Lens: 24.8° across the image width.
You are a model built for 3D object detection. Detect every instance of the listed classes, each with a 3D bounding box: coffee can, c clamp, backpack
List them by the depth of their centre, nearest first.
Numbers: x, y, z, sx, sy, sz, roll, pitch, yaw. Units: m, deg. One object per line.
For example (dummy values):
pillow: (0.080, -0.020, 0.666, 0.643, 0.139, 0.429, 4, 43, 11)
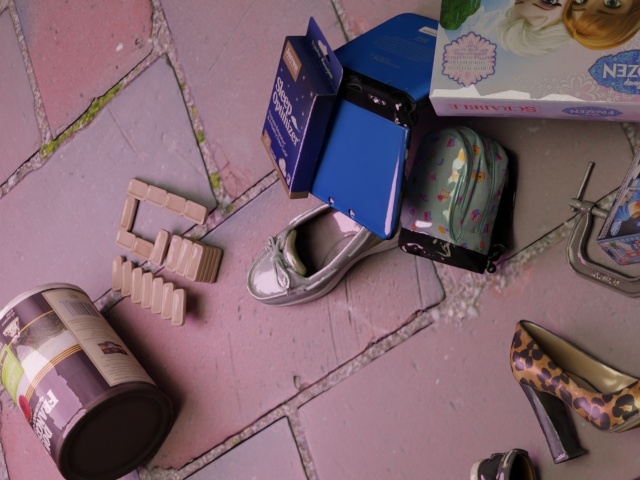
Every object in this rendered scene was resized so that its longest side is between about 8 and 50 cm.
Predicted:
c clamp: (0.366, -0.007, 1.817, 0.161, 0.022, 0.137, 33, 105, 40)
backpack: (0.180, -0.058, 1.928, 0.152, 0.115, 0.182, 18, 93, 44)
coffee can: (-0.390, 0.227, 2.333, 0.275, 0.202, 0.201, 46, 113, 36)

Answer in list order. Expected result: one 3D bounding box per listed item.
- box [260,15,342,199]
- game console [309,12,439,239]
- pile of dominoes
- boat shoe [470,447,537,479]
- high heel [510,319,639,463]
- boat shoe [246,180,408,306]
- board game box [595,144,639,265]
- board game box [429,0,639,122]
box: (-0.029, -0.186, 2.030, 0.136, 0.037, 0.225, -116, 32, -41)
game console: (0.106, -0.163, 1.968, 0.293, 0.250, 0.173, 35, 152, 60)
pile of dominoes: (-0.253, 0.019, 2.368, 0.251, 0.040, 0.195, 22, 99, 50)
boat shoe: (0.251, 0.377, 1.821, 0.079, 0.084, 0.233, -27, 64, 36)
high heel: (0.339, 0.145, 1.766, 0.261, 0.093, 0.186, -36, 68, 42)
boat shoe: (0.002, 0.002, 2.083, 0.320, 0.103, 0.118, -27, 67, 35)
board game box: (0.444, -0.060, 1.693, 0.194, 0.060, 0.194, 6, 63, 51)
board game box: (0.308, -0.302, 1.766, 0.319, 0.066, 0.317, 3, 75, 17)
